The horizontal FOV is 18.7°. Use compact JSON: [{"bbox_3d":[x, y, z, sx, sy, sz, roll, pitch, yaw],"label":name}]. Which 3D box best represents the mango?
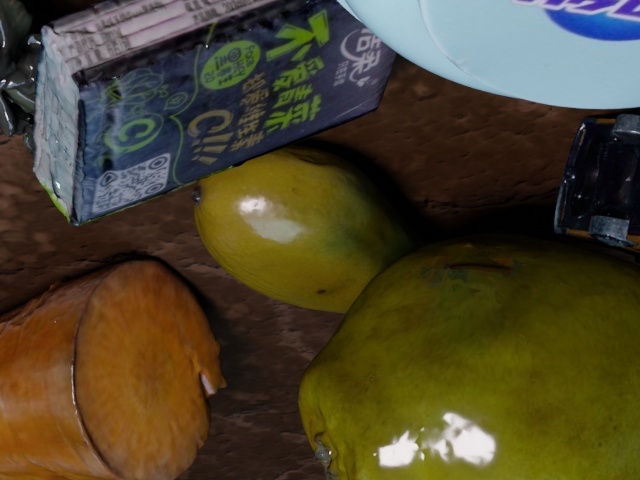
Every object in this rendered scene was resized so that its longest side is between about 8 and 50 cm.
[{"bbox_3d":[-0.007,0.000,1.485,0.137,0.091,0.237,-10,150,23],"label":"mango"}]

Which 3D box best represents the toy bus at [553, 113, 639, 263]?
[{"bbox_3d":[0.267,-0.032,1.361,0.114,0.098,0.201,17,175,-30],"label":"toy bus"}]

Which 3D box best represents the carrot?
[{"bbox_3d":[-0.238,0.120,1.635,0.254,0.196,0.196,-7,151,32],"label":"carrot"}]

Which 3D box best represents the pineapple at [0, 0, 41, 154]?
[{"bbox_3d":[-0.254,-0.130,1.206,0.310,0.141,0.170,20,116,-44],"label":"pineapple"}]

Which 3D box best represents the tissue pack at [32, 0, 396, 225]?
[{"bbox_3d":[-0.063,-0.108,1.220,0.235,0.073,0.173,-24,157,-19],"label":"tissue pack"}]

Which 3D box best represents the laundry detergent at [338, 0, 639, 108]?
[{"bbox_3d":[0.125,-0.233,0.869,0.287,0.305,0.287,-1,150,-1],"label":"laundry detergent"}]

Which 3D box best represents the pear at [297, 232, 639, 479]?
[{"bbox_3d":[0.143,0.115,1.429,0.321,0.269,0.269,-8,152,-15],"label":"pear"}]
